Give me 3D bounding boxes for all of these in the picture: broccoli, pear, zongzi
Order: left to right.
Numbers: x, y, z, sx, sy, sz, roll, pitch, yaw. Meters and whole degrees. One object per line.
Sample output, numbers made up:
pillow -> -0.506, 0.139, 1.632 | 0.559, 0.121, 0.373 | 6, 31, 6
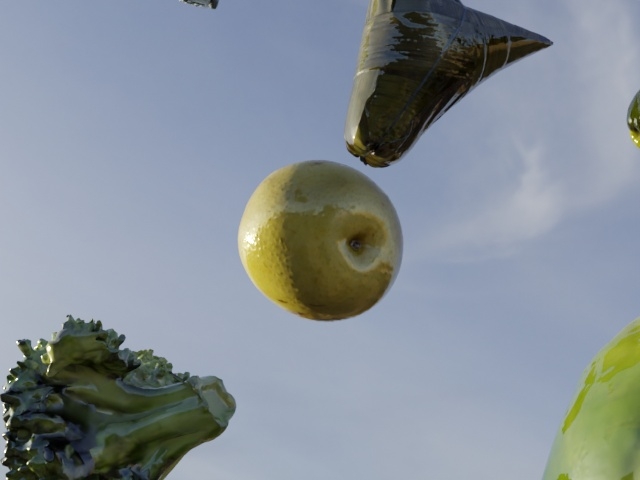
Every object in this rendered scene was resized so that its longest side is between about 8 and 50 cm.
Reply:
broccoli -> -0.251, 0.265, 1.163 | 0.280, 0.293, 0.348 | -24, -24, 22
pear -> 0.000, 0.000, 1.793 | 0.348, 0.348, 0.348 | 6, -29, 3
zongzi -> 0.197, -0.227, 1.282 | 0.299, 0.286, 0.138 | 13, -9, -12
pear -> 0.482, -0.176, 1.190 | 0.131, 0.107, 0.107 | -31, -20, -21

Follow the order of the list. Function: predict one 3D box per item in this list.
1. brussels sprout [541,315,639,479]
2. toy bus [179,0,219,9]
brussels sprout -> 0.304, 0.187, 0.559 | 0.314, 0.371, 0.276 | 25, -33, -32
toy bus -> -0.189, -0.442, 1.449 | 0.064, 0.075, 0.190 | 10, -7, -20
